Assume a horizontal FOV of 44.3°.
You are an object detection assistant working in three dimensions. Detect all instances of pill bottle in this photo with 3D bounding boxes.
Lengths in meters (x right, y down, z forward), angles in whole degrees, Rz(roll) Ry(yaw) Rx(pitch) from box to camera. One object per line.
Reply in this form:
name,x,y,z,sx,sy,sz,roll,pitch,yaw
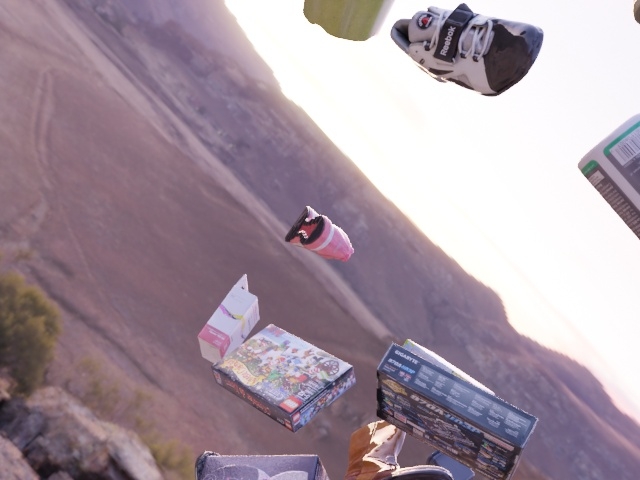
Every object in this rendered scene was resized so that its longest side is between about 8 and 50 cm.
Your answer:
pill bottle,0.806,-0.110,1.879,0.361,0.204,0.204,53,4,11

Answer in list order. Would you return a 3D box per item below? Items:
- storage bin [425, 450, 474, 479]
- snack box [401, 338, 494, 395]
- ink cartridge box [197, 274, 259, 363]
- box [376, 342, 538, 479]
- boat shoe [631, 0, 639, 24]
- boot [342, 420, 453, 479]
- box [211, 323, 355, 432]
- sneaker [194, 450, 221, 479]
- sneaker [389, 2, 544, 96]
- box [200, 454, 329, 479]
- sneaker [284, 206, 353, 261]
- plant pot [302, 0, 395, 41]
storage bin,0.304,0.541,1.801,0.091,0.098,0.135,43,-32,37
snack box,0.304,0.335,1.923,0.207,0.070,0.174,31,-1,32
ink cartridge box,-0.204,0.190,1.864,0.067,0.198,0.115,26,-30,15
box,0.183,0.250,1.110,0.220,0.051,0.175,26,-28,20
boat shoe,0.520,-0.382,0.968,0.113,0.302,0.103,20,51,-37
boot,0.157,0.449,1.590,0.096,0.264,0.280,56,23,-8
box,-0.072,0.252,1.474,0.233,0.159,0.044,20,-48,42
sneaker,-0.256,0.661,1.995,0.124,0.107,0.283,-8,-69,57
sneaker,0.220,-0.320,1.287,0.146,0.123,0.330,23,0,-27
box,-0.117,0.535,1.575,0.163,0.247,0.142,-77,154,-45
sneaker,0.000,0.001,2.113,0.136,0.116,0.314,36,0,-17
plant pot,0.078,-0.575,1.663,0.276,0.254,0.276,12,38,-10
